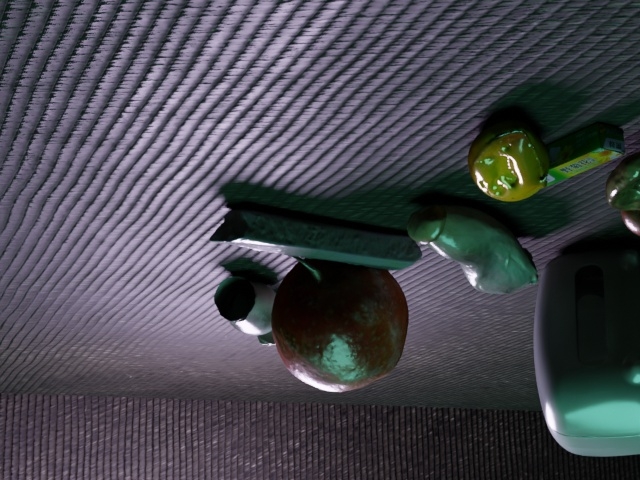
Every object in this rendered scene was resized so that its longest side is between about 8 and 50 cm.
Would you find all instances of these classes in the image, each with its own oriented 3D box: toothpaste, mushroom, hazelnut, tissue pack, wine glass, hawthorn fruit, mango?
[{"bbox_3d":[0.309,-0.103,1.543,0.043,0.037,0.178,7,162,-31],"label":"toothpaste"},{"bbox_3d":[0.244,0.010,1.850,0.109,0.097,0.351,-13,157,27],"label":"mushroom"},{"bbox_3d":[0.464,-0.046,1.703,0.086,0.086,0.086,-1,164,0],"label":"hazelnut"},{"bbox_3d":[0.469,0.173,2.008,0.229,0.333,0.236,-5,145,16],"label":"tissue pack"},{"bbox_3d":[-0.119,0.127,2.215,0.103,0.103,0.222,-6,163,17],"label":"wine glass"},{"bbox_3d":[0.038,0.130,1.993,0.235,0.231,0.263,-8,171,-16],"label":"hawthorn fruit"},{"bbox_3d":[0.231,-0.102,1.492,0.101,0.066,0.187,4,160,11],"label":"mango"}]

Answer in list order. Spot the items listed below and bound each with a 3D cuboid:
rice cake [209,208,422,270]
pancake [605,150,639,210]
[{"bbox_3d":[0.000,0.000,1.844,0.365,0.056,0.072,9,167,-34],"label":"rice cake"},{"bbox_3d":[0.482,-0.099,1.559,0.242,0.050,0.242,-9,162,-3],"label":"pancake"}]
